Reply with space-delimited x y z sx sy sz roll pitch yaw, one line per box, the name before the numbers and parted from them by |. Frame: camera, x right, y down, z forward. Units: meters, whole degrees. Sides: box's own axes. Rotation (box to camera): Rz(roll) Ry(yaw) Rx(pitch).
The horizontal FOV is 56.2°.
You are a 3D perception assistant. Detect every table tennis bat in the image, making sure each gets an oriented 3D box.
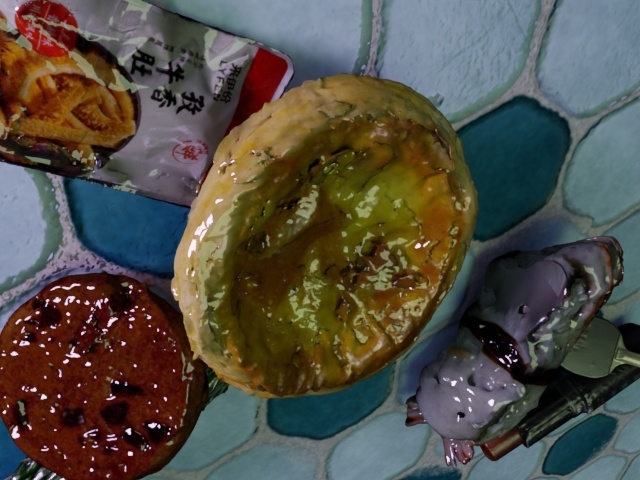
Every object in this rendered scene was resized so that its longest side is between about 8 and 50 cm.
table tennis bat | 0.400 0.155 0.840 0.156 0.013 0.087 18 89 -2

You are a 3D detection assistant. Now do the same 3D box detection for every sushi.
sushi | 0.223 0.124 0.717 0.130 0.124 0.332 4 120 -40

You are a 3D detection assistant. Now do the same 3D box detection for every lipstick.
lipstick | 0.360 0.225 0.880 0.300 0.081 0.081 -31 131 -4

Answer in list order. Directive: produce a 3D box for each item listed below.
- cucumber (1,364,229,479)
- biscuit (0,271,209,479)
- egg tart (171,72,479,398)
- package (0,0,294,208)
cucumber | -0.204 0.191 0.581 0.359 0.096 0.096 -45 130 6
biscuit | -0.186 0.118 0.508 0.192 0.049 0.192 2 99 12
egg tart | 0.000 0.000 0.511 0.290 0.115 0.290 -16 123 -27
package | -0.147 -0.106 0.432 0.239 0.030 0.154 12 122 -35
